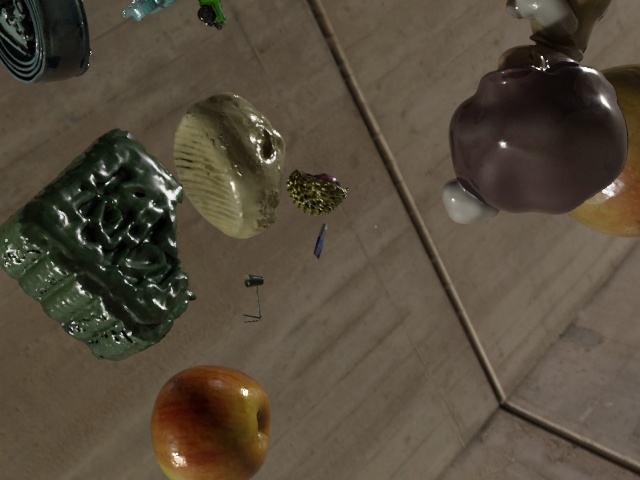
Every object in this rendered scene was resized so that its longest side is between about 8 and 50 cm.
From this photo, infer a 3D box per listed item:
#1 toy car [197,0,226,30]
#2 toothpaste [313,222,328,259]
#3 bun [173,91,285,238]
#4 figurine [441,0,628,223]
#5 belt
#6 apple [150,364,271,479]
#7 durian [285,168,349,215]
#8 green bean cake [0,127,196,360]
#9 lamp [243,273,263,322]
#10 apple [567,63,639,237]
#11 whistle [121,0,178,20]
[{"bbox_3d":[-0.190,-0.418,1.020,0.062,0.165,0.071,-26,-169,6],"label":"toy car"},{"bbox_3d":[0.000,0.000,1.368,0.015,0.024,0.083,-7,-128,31],"label":"toothpaste"},{"bbox_3d":[-0.221,-0.186,1.635,0.234,0.362,0.326,-27,-176,-40],"label":"bun"},{"bbox_3d":[0.258,-0.207,0.778,0.206,0.365,0.218,2,175,7],"label":"figurine"},{"bbox_3d":[-0.512,-0.389,1.124,0.267,0.206,0.116,33,-142,32],"label":"belt"},{"bbox_3d":[-0.232,0.409,1.401,0.233,0.286,0.286,-7,-148,13],"label":"apple"},{"bbox_3d":[-0.005,-0.129,1.783,0.108,0.187,0.119,180,-71,-73],"label":"durian"},{"bbox_3d":[-0.338,0.003,1.086,0.169,0.300,0.308,-25,-155,39],"label":"green bean cake"},{"bbox_3d":[-0.160,0.139,1.557,0.054,0.121,0.041,1,-161,-30],"label":"lamp"},{"bbox_3d":[0.592,-0.174,1.264,0.338,0.338,0.305,-38,-135,-17],"label":"apple"},{"bbox_3d":[-0.428,-0.673,1.734,0.274,0.093,0.186,-20,-154,26],"label":"whistle"}]
